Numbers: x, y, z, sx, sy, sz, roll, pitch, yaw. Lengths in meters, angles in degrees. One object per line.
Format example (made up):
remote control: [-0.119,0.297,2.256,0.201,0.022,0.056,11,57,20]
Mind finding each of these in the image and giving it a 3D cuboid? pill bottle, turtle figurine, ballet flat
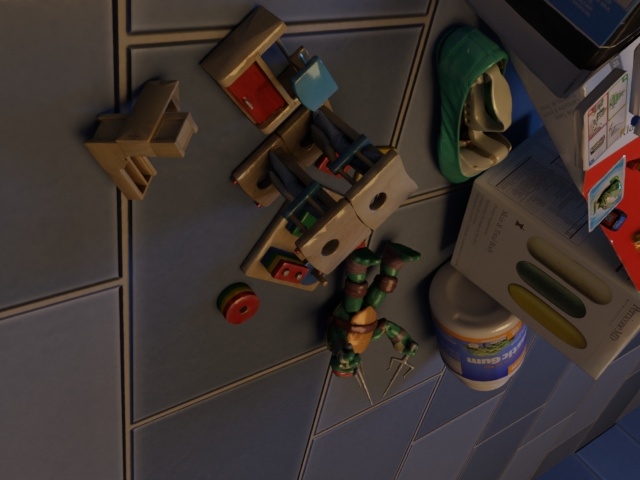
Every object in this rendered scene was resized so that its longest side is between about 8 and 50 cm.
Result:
pill bottle: [0.272,0.153,1.076,0.152,0.152,0.272,-36,143,-10]
turtle figurine: [0.060,0.121,0.872,0.175,0.118,0.234,-16,122,-54]
ballet flat: [0.187,-0.137,0.763,0.083,0.087,0.247,-35,143,-12]

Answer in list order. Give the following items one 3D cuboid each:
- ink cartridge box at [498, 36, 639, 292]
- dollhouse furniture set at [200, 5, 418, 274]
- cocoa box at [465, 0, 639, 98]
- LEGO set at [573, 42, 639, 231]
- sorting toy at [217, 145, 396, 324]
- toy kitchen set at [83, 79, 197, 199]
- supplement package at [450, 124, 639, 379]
ink cartridge box: [0.397,-0.181,0.715,0.308,0.385,0.091,-31,-177,-19]
dollhouse furniture set: [-0.024,-0.081,0.578,0.129,0.129,0.183,-44,145,1]
cocoa box: [0.260,-0.329,0.463,0.347,0.231,0.228,-40,170,-4]
LEGO set: [0.285,-0.108,0.576,0.182,0.060,0.244,-44,144,-5]
sorting toy: [0.000,0.000,0.753,0.132,0.046,0.275,19,111,-51]
toy kitchen set: [-0.132,-0.083,0.531,0.075,0.083,0.068,67,31,-52]
supplement package: [0.356,0.004,0.877,0.198,0.262,0.199,-37,152,-24]
